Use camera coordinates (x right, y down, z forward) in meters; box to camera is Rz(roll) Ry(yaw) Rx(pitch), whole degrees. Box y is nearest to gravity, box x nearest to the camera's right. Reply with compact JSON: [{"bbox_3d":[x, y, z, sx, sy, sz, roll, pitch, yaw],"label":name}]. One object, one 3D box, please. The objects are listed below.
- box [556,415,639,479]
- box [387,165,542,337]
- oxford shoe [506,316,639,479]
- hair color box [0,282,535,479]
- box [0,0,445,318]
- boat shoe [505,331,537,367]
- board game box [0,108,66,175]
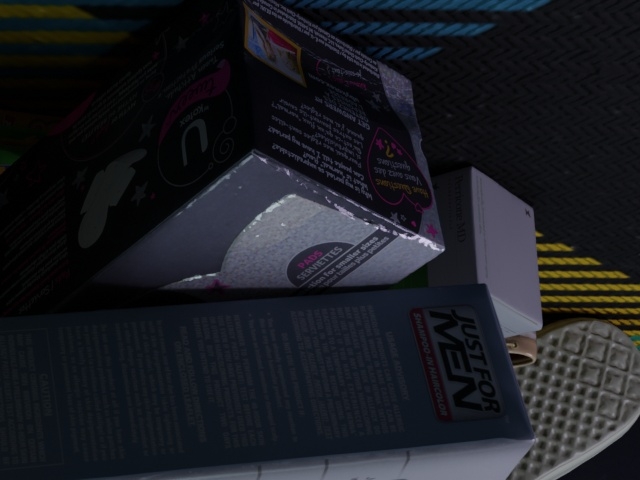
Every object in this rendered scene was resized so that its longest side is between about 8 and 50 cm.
[{"bbox_3d":[0.311,0.289,1.507,0.343,0.313,0.179,0,157,1],"label":"box"},{"bbox_3d":[0.103,0.016,1.128,0.087,0.101,0.102,-16,153,31],"label":"box"},{"bbox_3d":[0.086,0.202,1.362,0.449,0.169,0.130,-23,172,-17],"label":"oxford shoe"},{"bbox_3d":[-0.084,0.131,0.903,0.374,0.114,0.185,-3,146,-16],"label":"hair color box"},{"bbox_3d":[-0.071,-0.011,0.932,0.163,0.142,0.247,26,133,-38],"label":"box"},{"bbox_3d":[0.094,0.094,1.234,0.170,0.059,0.063,-15,150,6],"label":"boat shoe"},{"bbox_3d":[-0.225,-0.032,1.096,0.124,0.039,0.259,6,159,-18],"label":"board game box"}]
